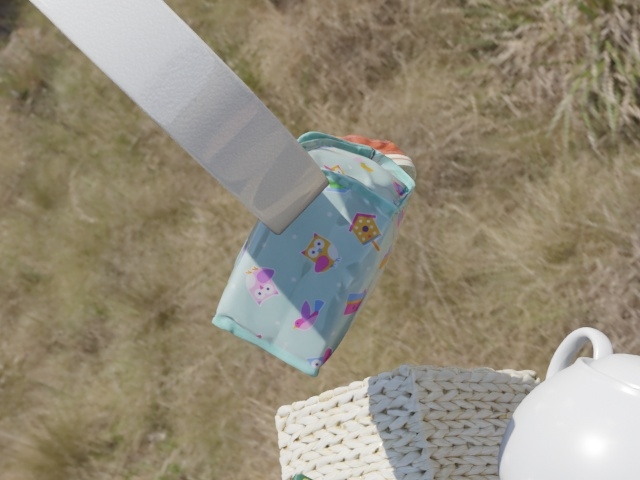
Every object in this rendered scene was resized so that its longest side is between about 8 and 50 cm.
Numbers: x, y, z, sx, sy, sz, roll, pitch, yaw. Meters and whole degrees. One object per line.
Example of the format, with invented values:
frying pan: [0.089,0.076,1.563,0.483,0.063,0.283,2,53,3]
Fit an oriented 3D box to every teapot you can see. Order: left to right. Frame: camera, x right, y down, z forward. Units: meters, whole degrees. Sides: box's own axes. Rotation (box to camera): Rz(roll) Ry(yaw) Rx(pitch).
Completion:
teapot: [0.306,0.190,1.030,0.256,0.252,0.187,21,93,28]

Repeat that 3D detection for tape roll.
tape roll: [-0.153,-0.162,0.935,0.072,0.392,0.392,-46,41,0]

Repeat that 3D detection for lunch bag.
lunch bag: [0.000,0.000,1.214,0.223,0.160,0.262,-63,-2,15]

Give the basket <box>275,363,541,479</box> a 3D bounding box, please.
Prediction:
basket: [0.155,0.348,1.565,0.328,0.331,0.266,-26,64,43]

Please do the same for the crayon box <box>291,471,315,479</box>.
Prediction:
crayon box: [0.093,0.375,0.741,0.106,0.363,0.313,-59,7,29]

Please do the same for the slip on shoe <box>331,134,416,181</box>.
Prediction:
slip on shoe: [0.012,-0.137,1.891,0.101,0.331,0.123,63,144,41]
